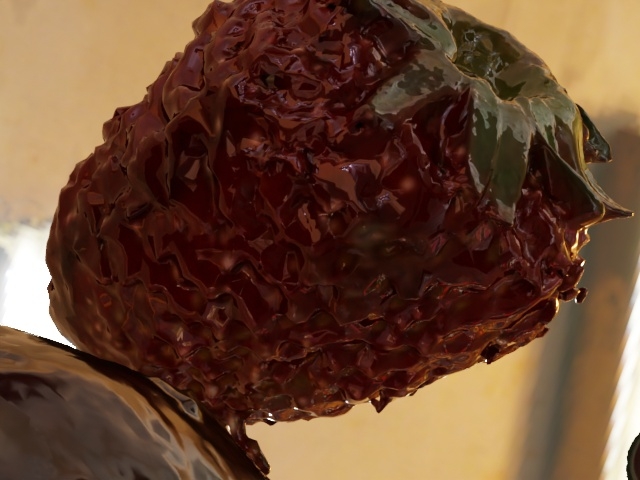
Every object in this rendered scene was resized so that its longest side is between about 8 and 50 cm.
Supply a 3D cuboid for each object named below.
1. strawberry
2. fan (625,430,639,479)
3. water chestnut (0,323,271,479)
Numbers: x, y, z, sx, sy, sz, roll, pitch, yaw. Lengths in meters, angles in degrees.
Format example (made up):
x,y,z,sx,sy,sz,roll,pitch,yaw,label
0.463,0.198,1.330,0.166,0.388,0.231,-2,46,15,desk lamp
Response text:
x,y,z,sx,sy,sz,roll,pitch,yaw,label
0.001,0.002,1.108,0.292,0.292,0.343,6,-51,-53,strawberry
0.216,0.104,0.908,0.005,0.133,0.085,63,-144,-28,fan
-0.140,0.191,0.585,0.350,0.302,0.350,-32,-32,-23,water chestnut
